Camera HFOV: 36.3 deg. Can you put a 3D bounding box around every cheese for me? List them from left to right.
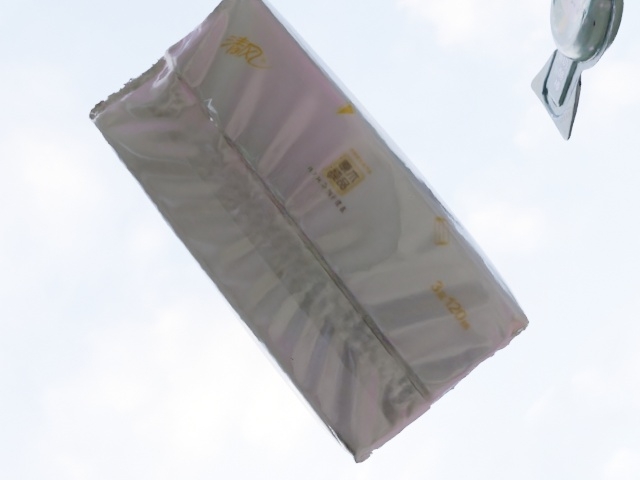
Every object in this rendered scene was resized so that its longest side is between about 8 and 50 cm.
[{"bbox_3d":[0.152,-0.122,0.577,0.026,0.067,0.121,-4,-46,-12],"label":"cheese"}]

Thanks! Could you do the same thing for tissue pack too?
[{"bbox_3d":[0.000,0.000,0.558,0.124,0.225,0.185,-39,-11,1],"label":"tissue pack"}]
